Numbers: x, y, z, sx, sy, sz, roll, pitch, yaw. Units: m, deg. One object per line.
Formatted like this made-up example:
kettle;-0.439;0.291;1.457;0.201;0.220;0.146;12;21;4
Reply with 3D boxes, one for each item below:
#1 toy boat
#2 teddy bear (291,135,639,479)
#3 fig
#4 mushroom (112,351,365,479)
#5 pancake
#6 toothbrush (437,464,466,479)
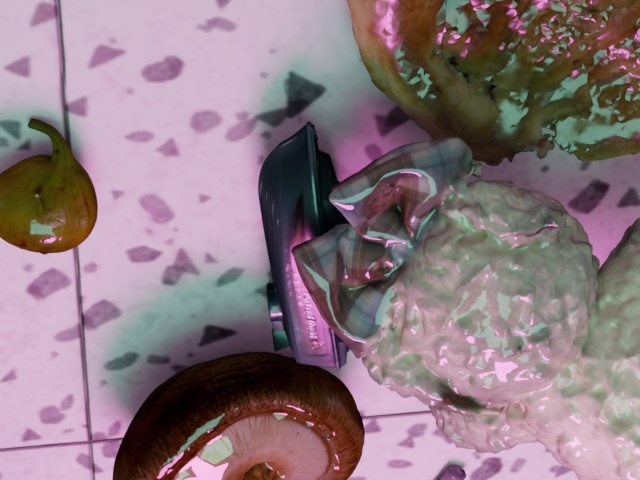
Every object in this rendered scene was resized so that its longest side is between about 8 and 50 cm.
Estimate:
toy boat;0.000;0.000;1.393;0.103;0.093;0.246;-5;133;2
teddy bear;0.193;0.040;1.435;0.362;0.375;0.327;39;117;4
fig;-0.212;-0.037;1.333;0.084;0.082;0.098;30;108;8
mushroom;-0.078;0.176;1.521;0.231;0.138;0.194;-12;120;-16
pancake;0.202;-0.199;1.273;0.382;0.071;0.382;-6;132;-7
toothbrush;0.056;0.356;1.768;0.024;0.029;0.354;7;130;-35
